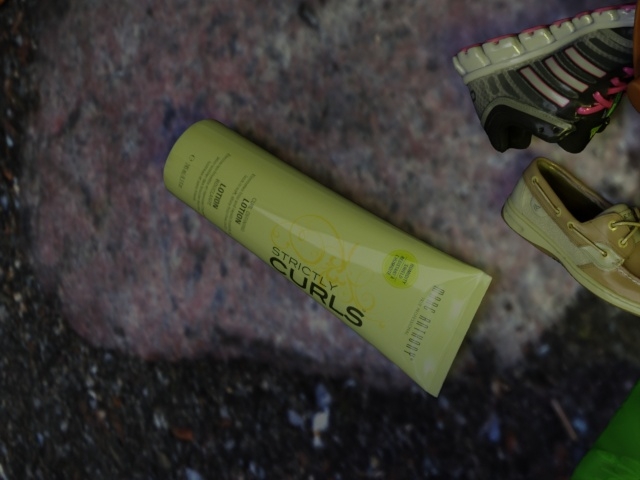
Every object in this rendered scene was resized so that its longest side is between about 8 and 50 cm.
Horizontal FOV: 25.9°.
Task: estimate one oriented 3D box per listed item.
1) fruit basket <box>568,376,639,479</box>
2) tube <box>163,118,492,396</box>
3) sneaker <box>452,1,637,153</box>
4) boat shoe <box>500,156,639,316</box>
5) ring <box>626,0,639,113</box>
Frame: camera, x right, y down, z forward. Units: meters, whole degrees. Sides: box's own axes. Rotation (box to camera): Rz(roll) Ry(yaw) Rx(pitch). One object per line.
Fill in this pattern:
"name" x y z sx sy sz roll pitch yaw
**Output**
"fruit basket" 0.076 0.235 0.698 0.392 0.392 0.283 22 112 34
"tube" 0.000 0.000 0.918 0.240 0.062 0.070 34 158 24
"sneaker" 0.152 -0.089 0.776 0.170 0.063 0.074 -11 94 43
"boat shoe" 0.162 -0.001 0.790 0.135 0.050 0.045 35 124 29
"ring" 0.236 0.010 0.605 0.336 0.032 0.336 55 168 18
